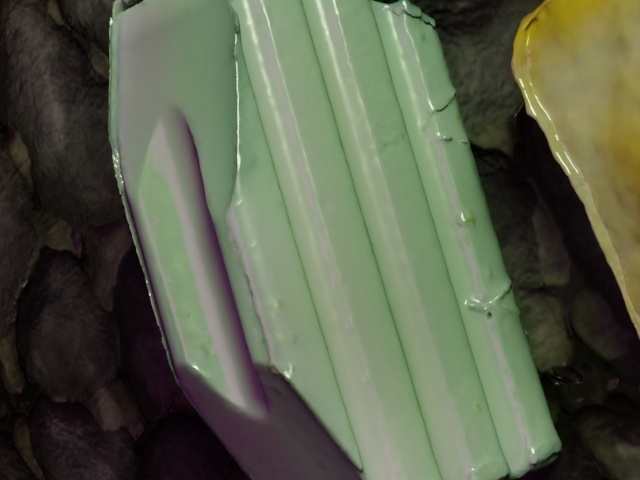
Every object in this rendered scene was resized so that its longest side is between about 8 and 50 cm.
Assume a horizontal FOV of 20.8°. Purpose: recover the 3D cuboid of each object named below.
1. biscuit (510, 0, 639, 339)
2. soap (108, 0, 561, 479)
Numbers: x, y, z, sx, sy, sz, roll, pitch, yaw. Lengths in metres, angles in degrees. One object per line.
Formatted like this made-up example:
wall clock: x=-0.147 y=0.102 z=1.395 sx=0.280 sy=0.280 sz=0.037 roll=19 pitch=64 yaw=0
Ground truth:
biscuit: x=0.340 y=-0.045 z=1.095 sx=0.446 sy=0.104 sz=0.429 roll=-39 pitch=75 yaw=47
soap: x=0.000 y=0.000 z=1.336 sx=0.156 sy=0.261 sz=0.446 roll=-16 pitch=91 yaw=49
